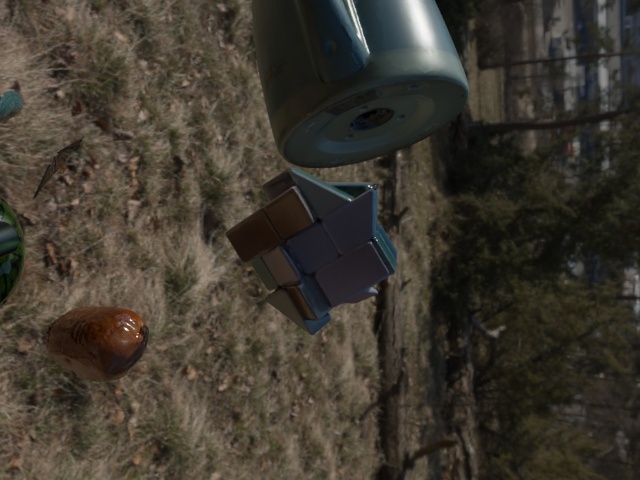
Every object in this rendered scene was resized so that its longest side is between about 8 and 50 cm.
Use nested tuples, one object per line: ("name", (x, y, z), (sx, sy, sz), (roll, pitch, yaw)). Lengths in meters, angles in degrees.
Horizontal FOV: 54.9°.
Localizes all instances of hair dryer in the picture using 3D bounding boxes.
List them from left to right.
("hair dryer", (-0.588, -0.037, 0.979), (0.057, 0.197, 0.100), (-51, 178, 18))

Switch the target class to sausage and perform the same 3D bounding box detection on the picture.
("sausage", (-0.483, 0.221, 1.337), (0.153, 0.268, 0.141), (59, 47, -29))

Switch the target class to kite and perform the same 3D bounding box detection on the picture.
("kite", (-0.783, -0.219, 1.831), (0.241, 0.183, 0.014), (-52, 127, -4))

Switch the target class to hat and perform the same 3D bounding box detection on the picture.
("hat", (-0.604, -0.231, 1.076), (0.191, 0.138, 0.078), (-105, 170, -69))

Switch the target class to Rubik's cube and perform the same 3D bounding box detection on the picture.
("Rubik's cube", (0.000, 0.000, 1.460), (0.358, 0.368, 0.387), (60, 9, -1))

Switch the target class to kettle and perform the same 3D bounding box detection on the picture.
("kettle", (0.014, -0.302, 0.763), (0.319, 0.247, 0.342), (28, 46, -74))

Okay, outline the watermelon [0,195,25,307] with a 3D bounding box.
("watermelon", (-0.678, 0.035, 1.130), (0.330, 0.189, 0.331), (-4, 95, -53))
